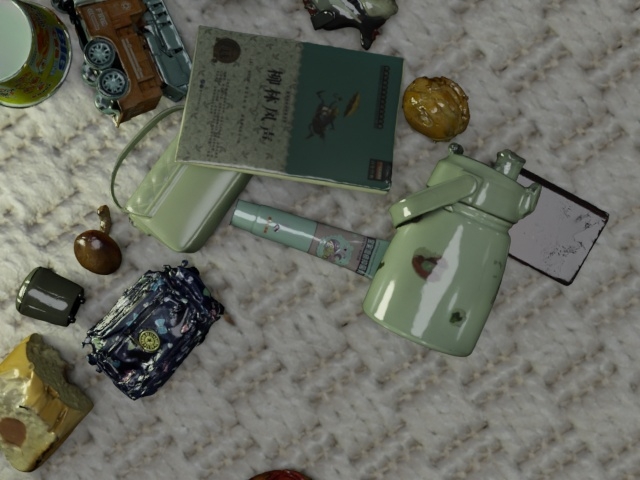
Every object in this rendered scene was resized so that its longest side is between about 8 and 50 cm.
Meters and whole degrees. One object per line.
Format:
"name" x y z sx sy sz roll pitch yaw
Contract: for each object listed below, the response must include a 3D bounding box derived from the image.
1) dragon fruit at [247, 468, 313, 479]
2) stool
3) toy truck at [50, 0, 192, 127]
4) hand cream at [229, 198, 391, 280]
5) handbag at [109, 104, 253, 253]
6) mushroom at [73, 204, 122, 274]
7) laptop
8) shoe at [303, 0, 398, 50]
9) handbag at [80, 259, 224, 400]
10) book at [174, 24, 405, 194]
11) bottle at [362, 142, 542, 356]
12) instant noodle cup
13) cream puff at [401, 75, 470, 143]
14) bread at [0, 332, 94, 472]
"dragon fruit" -0.079 0.530 1.628 0.224 0.148 0.218 -6 92 4
"stool" -0.489 0.105 1.672 0.110 0.096 0.096 22 92 -1
"toy truck" -0.358 -0.390 1.638 0.184 0.133 0.338 -22 91 -19
"hand cream" 0.000 0.000 1.664 0.331 0.058 0.085 19 87 -8
"handbag" -0.255 -0.121 1.667 0.219 0.079 0.256 38 93 9
"mushroom" -0.408 -0.001 1.676 0.088 0.073 0.129 -2 90 29
"laptop" 0.392 -0.029 1.656 0.207 0.026 0.154 28 94 3
"shoe" 0.021 -0.420 1.637 0.227 0.099 0.112 20 99 2
"handbag" -0.303 0.160 1.654 0.260 0.113 0.162 -45 82 10
"book" -0.049 -0.230 1.623 0.379 0.031 0.264 8 75 -3
"bottle" 0.219 -0.002 1.563 0.229 0.229 0.351 22 97 3
"instant noodle cup" -0.565 -0.347 1.639 0.205 0.153 0.205 0 90 3
"cream puff" 0.208 -0.234 1.620 0.133 0.119 0.104 36 73 -25
"bread" -0.529 0.307 1.618 0.183 0.211 0.224 41 88 -5
